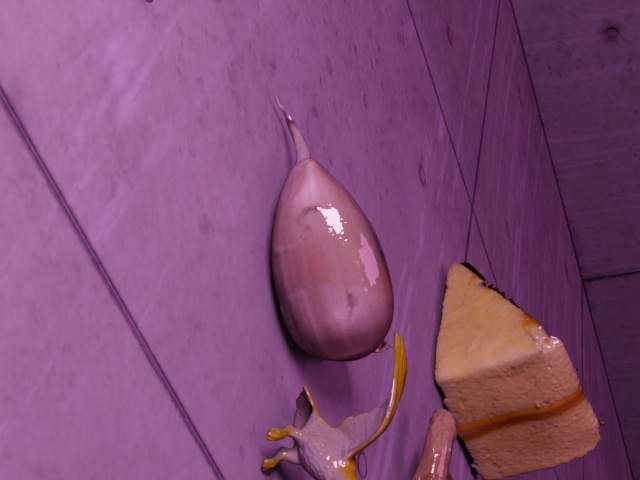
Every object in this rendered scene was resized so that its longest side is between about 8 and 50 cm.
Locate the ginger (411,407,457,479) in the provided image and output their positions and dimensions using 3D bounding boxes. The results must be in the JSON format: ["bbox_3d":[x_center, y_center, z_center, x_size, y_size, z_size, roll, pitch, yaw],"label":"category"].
[{"bbox_3d":[0.150,0.338,1.265,0.149,0.065,0.259,-54,138,-46],"label":"ginger"}]

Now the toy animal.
[{"bbox_3d":[-0.002,0.191,0.874,0.155,0.095,0.219,-47,155,-66],"label":"toy animal"}]

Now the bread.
[{"bbox_3d":[0.287,0.172,1.528,0.236,0.198,0.263,-84,154,-50],"label":"bread"}]

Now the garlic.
[{"bbox_3d":[0.001,-0.004,0.974,0.128,0.148,0.267,-15,101,-33],"label":"garlic"}]
